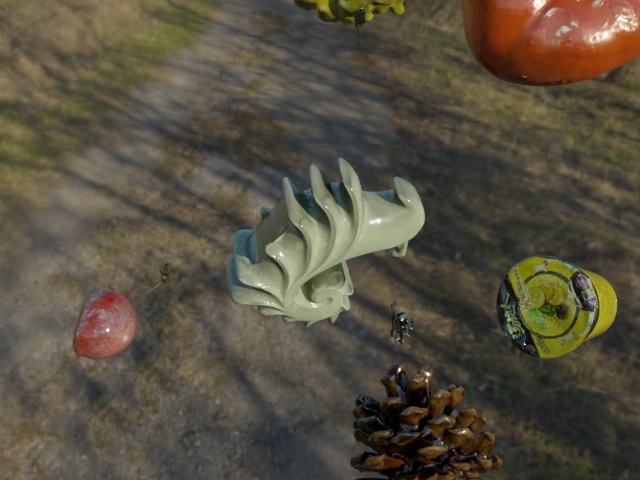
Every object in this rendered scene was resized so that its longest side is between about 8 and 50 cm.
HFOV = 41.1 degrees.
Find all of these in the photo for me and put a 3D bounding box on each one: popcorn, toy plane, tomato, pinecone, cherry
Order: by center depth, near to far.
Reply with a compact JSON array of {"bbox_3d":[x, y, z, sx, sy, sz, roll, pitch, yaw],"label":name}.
[{"bbox_3d":[0.030,-0.317,0.949,0.173,0.173,0.142,9,34,-8],"label":"popcorn"},{"bbox_3d":[0.297,-0.315,1.071,0.260,0.260,0.180,11,5,-4],"label":"tomato"},{"bbox_3d":[-0.317,0.102,1.370,0.090,0.107,0.225,10,47,27],"label":"cherry"},{"bbox_3d":[0.162,0.175,1.725,0.031,0.120,0.049,-34,50,-23],"label":"toy plane"},{"bbox_3d":[0.220,0.458,1.964,0.384,0.384,0.384,11,20,-4],"label":"pinecone"}]

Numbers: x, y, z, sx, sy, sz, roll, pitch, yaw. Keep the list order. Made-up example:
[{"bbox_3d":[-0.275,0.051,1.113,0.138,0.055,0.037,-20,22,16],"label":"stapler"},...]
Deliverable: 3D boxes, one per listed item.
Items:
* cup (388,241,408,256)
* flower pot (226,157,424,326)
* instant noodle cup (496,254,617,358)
[{"bbox_3d":[0.220,0.002,2.329,0.054,0.083,0.075,-14,32,-33],"label":"cup"},{"bbox_3d":[0.000,0.000,1.623,0.254,0.367,0.164,22,35,-29],"label":"flower pot"},{"bbox_3d":[0.519,0.136,1.814,0.215,0.215,0.236,28,16,36],"label":"instant noodle cup"}]
